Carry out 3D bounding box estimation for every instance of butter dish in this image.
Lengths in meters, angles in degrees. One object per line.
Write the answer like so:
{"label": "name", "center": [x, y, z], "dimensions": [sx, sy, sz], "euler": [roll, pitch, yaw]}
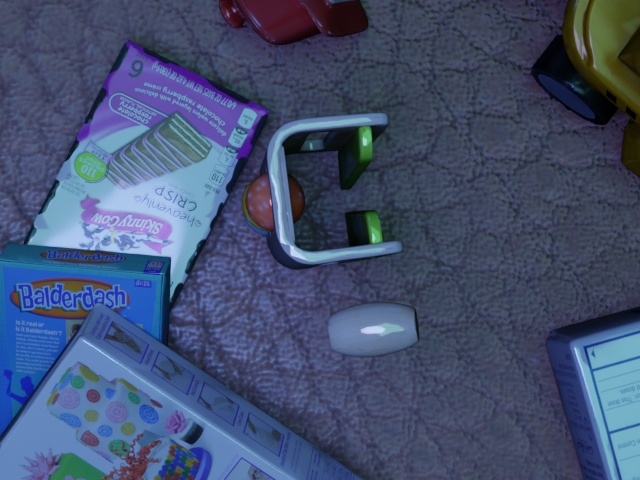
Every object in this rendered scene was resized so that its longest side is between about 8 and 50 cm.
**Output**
{"label": "butter dish", "center": [-0.046, -0.247, 1.808], "dimensions": [0.118, 0.160, 0.160], "euler": [-30, 90, 19]}

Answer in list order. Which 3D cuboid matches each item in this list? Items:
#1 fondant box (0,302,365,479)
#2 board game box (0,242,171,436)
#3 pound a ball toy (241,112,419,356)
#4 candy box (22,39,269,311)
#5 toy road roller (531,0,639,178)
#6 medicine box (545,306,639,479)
{"label": "fondant box", "center": [-0.143, 0.249, 1.747], "dimensions": [0.330, 0.096, 0.238], "euler": [34, 110, -8]}
{"label": "board game box", "center": [-0.226, 0.112, 1.780], "dimensions": [0.160, 0.047, 0.210], "euler": [6, 112, 3]}
{"label": "pound a ball toy", "center": [0.000, 0.000, 1.704], "dimensions": [0.136, 0.319, 0.208], "euler": [-6, 89, -3]}
{"label": "candy box", "center": [-0.171, -0.057, 1.820], "dimensions": [0.159, 0.071, 0.233], "euler": [26, 88, -3]}
{"label": "toy road roller", "center": [0.376, -0.150, 1.755], "dimensions": [0.329, 0.240, 0.202], "euler": [39, 87, -8]}
{"label": "medicine box", "center": [0.389, 0.197, 1.804], "dimensions": [0.263, 0.149, 0.289], "euler": [-15, 90, -3]}
